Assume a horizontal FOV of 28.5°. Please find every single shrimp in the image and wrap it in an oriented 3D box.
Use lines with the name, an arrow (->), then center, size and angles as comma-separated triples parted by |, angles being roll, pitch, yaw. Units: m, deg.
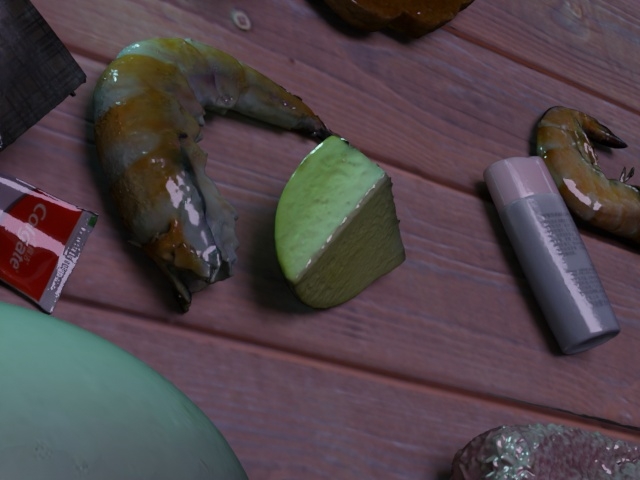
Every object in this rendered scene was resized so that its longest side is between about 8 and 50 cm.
shrimp -> -0.098, -0.084, 1.021 | 0.185, 0.068, 0.287 | 50, 32, -10
shrimp -> 0.354, -0.060, 1.404 | 0.296, 0.058, 0.169 | 21, 48, -26

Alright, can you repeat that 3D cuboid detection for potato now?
potato -> 0.000, 0.000, 1.040 | 0.081, 0.149, 0.120 | 37, 74, 25

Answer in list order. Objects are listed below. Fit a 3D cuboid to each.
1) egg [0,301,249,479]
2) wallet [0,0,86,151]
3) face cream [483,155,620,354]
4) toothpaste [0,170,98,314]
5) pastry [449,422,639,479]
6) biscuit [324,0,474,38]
egg -> -0.199, 0.160, 0.590 | 0.388, 0.276, 0.276 | 6, 59, -37
wallet -> -0.291, -0.079, 0.779 | 0.169, 0.044, 0.317 | 51, 48, -13
face cream -> 0.225, 0.012, 1.236 | 0.084, 0.057, 0.198 | -2, 62, -43
toothpaste -> -0.288, -0.059, 0.836 | 0.301, 0.048, 0.075 | 34, 42, -23
pastry -> 0.186, 0.206, 1.037 | 0.265, 0.103, 0.112 | -2, 57, -44
biscuit -> 0.067, -0.307, 1.321 | 0.208, 0.041, 0.290 | 51, 41, -2
